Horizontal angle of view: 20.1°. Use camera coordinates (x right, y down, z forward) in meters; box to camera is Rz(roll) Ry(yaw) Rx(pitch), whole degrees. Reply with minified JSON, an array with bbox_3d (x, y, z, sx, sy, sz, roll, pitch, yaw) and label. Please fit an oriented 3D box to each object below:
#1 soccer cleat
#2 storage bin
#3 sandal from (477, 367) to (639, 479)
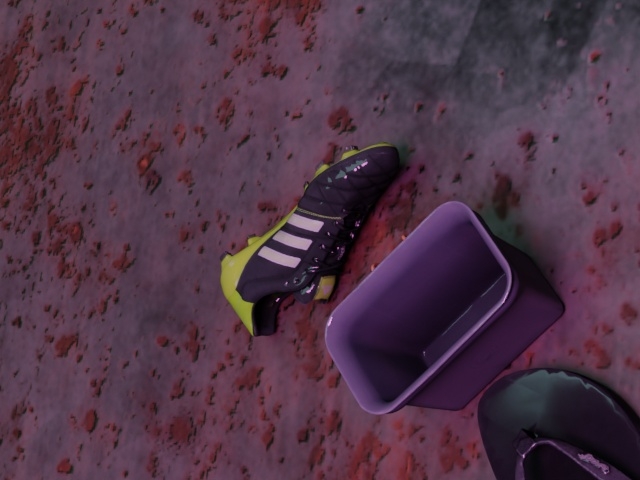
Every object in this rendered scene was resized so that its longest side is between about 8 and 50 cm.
[{"bbox_3d":[0.000,0.000,1.268,0.179,0.060,0.072,-42,64,30],"label":"soccer cleat"},{"bbox_3d":[0.083,0.047,1.158,0.135,0.091,0.098,-45,54,19],"label":"storage bin"},{"bbox_3d":[0.171,0.173,1.072,0.097,0.054,0.254,-46,53,20],"label":"sandal"}]
